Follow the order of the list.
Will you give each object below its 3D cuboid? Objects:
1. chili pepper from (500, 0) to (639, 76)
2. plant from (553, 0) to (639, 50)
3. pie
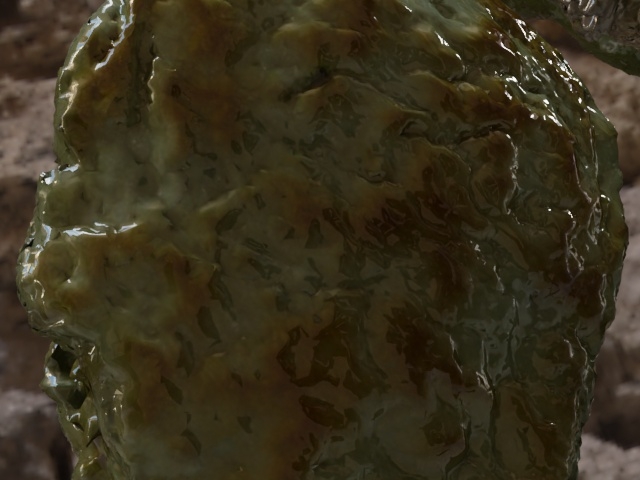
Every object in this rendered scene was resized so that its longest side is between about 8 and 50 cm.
[{"bbox_3d":[0.154,-0.121,0.751,0.204,0.073,0.072,13,9,-2],"label":"chili pepper"},{"bbox_3d":[0.146,-0.149,0.638,0.116,0.104,0.122,11,-56,-22],"label":"plant"},{"bbox_3d":[0.000,0.000,0.470,0.201,0.248,0.090,25,-26,-16],"label":"pie"}]
